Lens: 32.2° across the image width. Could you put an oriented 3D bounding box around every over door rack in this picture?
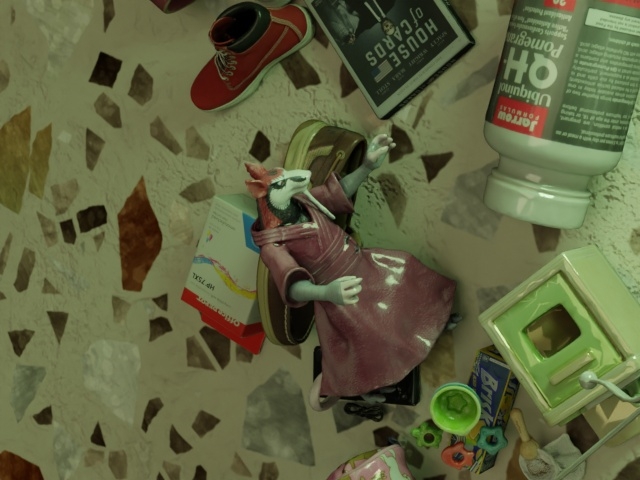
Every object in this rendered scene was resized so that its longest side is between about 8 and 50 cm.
[{"bbox_3d":[0.397,0.242,1.320,0.324,0.239,0.108,-62,30,29],"label":"over door rack"}]

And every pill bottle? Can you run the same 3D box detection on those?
[{"bbox_3d":[0.302,-0.183,1.374,0.176,0.176,0.319,20,105,30],"label":"pill bottle"}]

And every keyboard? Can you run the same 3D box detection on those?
[{"bbox_3d":[0.067,0.215,1.659,0.180,0.023,0.108,0,88,34],"label":"keyboard"}]

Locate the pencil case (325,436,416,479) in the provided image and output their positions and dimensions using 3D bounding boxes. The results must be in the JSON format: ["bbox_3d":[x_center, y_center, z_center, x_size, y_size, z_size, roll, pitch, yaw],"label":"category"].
[{"bbox_3d":[0.138,0.477,1.551,0.386,0.167,0.160,59,142,14],"label":"pencil case"}]

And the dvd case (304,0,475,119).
[{"bbox_3d":[0.091,-0.320,1.585,0.179,0.029,0.239,-39,73,30],"label":"dvd case"}]

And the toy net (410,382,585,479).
[{"bbox_3d":[0.242,0.280,1.484,0.232,0.045,0.122,27,105,2],"label":"toy net"}]

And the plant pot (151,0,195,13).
[{"bbox_3d":[-0.242,-0.458,1.701,0.201,0.201,0.180,-37,91,30],"label":"plant pot"}]

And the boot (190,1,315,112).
[{"bbox_3d":[-0.144,-0.274,1.653,0.244,0.176,0.088,-35,78,32],"label":"boot"}]

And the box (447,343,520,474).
[{"bbox_3d":[0.229,0.233,1.536,0.059,0.054,0.169,23,106,29],"label":"box"}]

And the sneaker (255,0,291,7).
[{"bbox_3d":[-0.043,-0.474,1.596,0.111,0.129,0.297,38,112,26],"label":"sneaker"}]

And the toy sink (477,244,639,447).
[{"bbox_3d":[0.339,0.146,1.410,0.153,0.131,0.234,-41,73,29],"label":"toy sink"}]

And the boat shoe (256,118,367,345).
[{"bbox_3d":[0.000,0.000,1.625,0.123,0.123,0.342,16,97,32],"label":"boat shoe"}]

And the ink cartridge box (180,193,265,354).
[{"bbox_3d":[-0.130,0.058,1.735,0.134,0.078,0.231,29,110,27],"label":"ink cartridge box"}]

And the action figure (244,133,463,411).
[{"bbox_3d":[0.014,0.028,1.522,0.370,0.248,0.275,46,141,-16],"label":"action figure"}]
